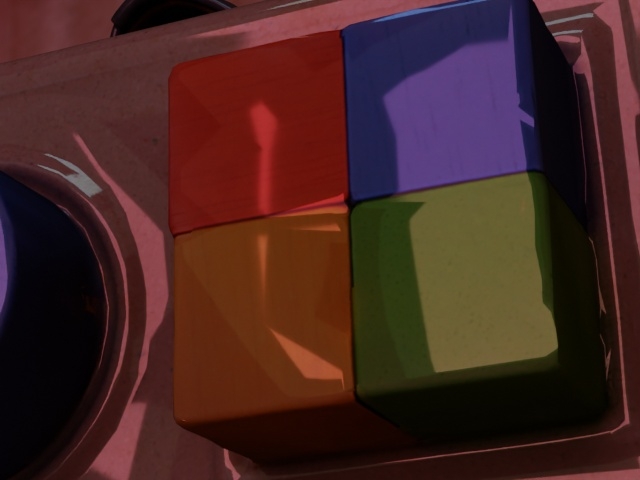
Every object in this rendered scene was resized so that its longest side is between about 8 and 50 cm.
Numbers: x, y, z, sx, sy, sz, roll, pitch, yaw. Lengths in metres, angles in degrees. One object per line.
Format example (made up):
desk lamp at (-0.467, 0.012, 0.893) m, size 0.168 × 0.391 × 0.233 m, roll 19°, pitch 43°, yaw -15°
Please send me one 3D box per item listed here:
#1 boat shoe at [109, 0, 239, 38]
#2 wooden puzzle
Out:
boat shoe at (0.000, 0.000, 0.489) m, size 0.084 × 0.079 × 0.233 m, roll -37°, pitch 48°, yaw -2°
wooden puzzle at (-0.041, 0.082, 0.394) m, size 0.348 × 0.080 × 0.322 m, roll -12°, pitch 68°, yaw 24°
